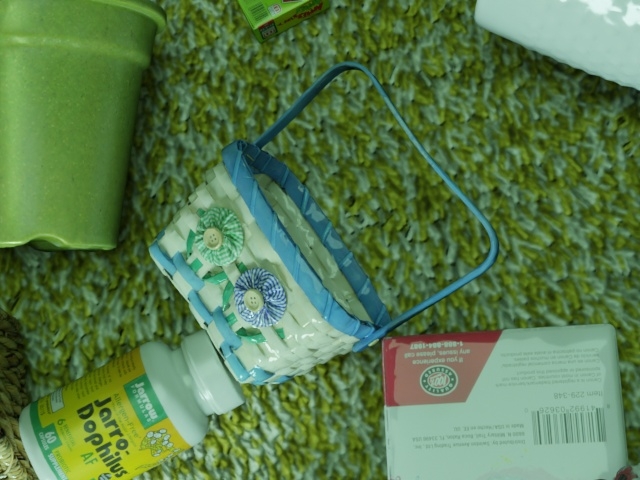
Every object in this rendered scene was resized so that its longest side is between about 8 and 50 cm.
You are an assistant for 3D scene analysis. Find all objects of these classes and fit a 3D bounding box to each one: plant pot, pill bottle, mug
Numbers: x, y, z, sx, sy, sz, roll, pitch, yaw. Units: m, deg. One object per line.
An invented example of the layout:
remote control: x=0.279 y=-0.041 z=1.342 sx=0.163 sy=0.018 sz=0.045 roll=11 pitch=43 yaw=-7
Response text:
plant pot: x=-0.301 y=-0.115 z=1.263 sx=0.276 sy=0.276 sz=0.253 roll=0 pitch=87 yaw=7
pill bottle: x=-0.188 y=0.175 z=1.232 sx=0.208 sy=0.117 sz=0.117 roll=-27 pitch=74 yaw=-1
mug: x=0.377 y=-0.310 z=1.226 sx=0.328 sy=0.276 sz=0.374 roll=24 pitch=49 yaw=9

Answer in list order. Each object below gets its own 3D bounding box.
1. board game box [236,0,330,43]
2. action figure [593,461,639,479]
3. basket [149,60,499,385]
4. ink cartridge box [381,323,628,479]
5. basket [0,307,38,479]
board game box: x=-0.072 y=-0.325 z=1.380 sx=0.092 sy=0.043 sz=0.181 roll=-28 pitch=75 yaw=-1
action figure: x=0.404 y=0.261 z=1.066 sx=0.370 sy=0.275 sz=0.248 roll=10 pitch=47 yaw=3
basket: x=0.000 y=0.000 z=1.208 sx=0.289 sy=0.201 sz=0.254 roll=-39 pitch=74 yaw=7
ink cartridge box: x=0.178 y=0.243 z=1.163 sx=0.226 sy=0.131 sz=0.306 roll=-3 pitch=77 yaw=6
basket: x=-0.456 y=0.191 z=1.213 sx=0.299 sy=0.213 sz=0.223 roll=-11 pitch=74 yaw=5
